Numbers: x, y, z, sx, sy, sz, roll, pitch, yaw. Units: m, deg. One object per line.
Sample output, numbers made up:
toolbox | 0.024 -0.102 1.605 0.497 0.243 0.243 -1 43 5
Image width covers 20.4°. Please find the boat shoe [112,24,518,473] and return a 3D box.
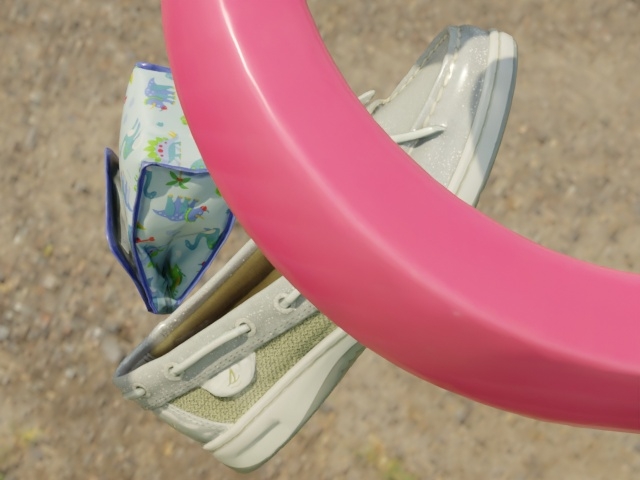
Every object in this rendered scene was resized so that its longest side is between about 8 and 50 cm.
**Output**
boat shoe | -0.001 0.000 1.028 0.103 0.320 0.118 30 29 -15

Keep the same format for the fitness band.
fitness band | 0.103 -0.052 0.451 0.291 0.054 0.209 5 69 -19

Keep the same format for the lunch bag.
lunch bag | -0.115 -0.039 1.345 0.096 0.151 0.128 4 43 -11
